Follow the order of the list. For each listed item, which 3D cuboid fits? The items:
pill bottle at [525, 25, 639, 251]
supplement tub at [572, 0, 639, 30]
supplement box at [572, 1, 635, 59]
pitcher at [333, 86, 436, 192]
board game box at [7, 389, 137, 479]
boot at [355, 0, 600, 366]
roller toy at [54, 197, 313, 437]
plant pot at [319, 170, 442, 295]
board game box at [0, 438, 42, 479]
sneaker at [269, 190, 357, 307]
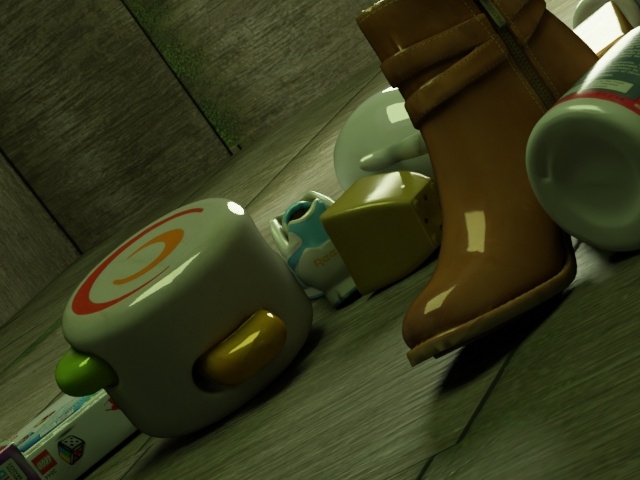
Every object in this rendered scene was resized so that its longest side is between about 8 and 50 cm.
[{"bbox_3d":[0.221,-0.082,1.232,0.108,0.108,0.180,-27,12,48],"label":"pill bottle"},{"bbox_3d":[0.298,-0.232,1.915,0.071,0.071,0.107,-32,10,25],"label":"supplement tub"},{"bbox_3d":[0.244,-0.139,1.581,0.080,0.078,0.233,-37,7,16],"label":"supplement box"},{"bbox_3d":[0.094,-0.087,1.698,0.207,0.125,0.178,-18,-2,44],"label":"pitcher"},{"bbox_3d":[-0.174,0.134,1.854,0.305,0.053,0.193,-38,8,-15],"label":"board game box"},{"bbox_3d":[0.097,-0.067,1.260,0.283,0.220,0.109,-41,10,-32],"label":"boot"},{"bbox_3d":[-0.108,0.069,1.616,0.209,0.146,0.191,-25,21,29],"label":"roller toy"},{"bbox_3d":[0.066,-0.014,1.616,0.083,0.081,0.081,-19,17,38],"label":"plant pot"},{"bbox_3d":[-0.277,0.265,1.209,0.275,0.142,0.144,-39,8,-17],"label":"board game box"},{"bbox_3d":[0.000,0.000,1.755,0.087,0.092,0.229,-39,7,-8],"label":"sneaker"}]
